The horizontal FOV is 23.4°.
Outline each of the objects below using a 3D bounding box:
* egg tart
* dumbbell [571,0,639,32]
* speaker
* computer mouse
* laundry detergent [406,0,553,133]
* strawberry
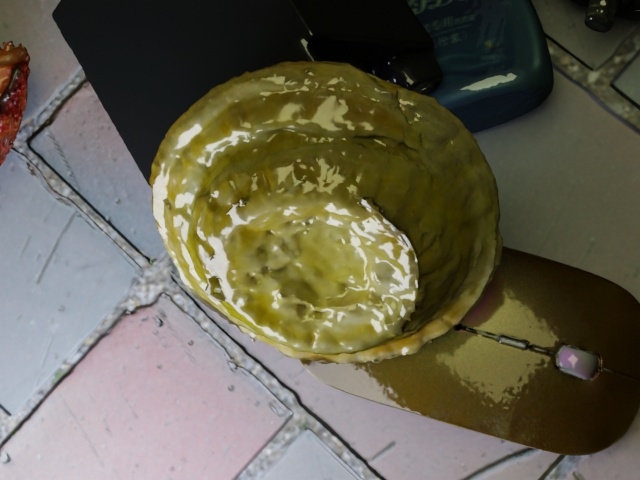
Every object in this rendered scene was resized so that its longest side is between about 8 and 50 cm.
[{"bbox_3d":[0.000,0.000,1.210,0.290,0.290,0.115,-5,35,13],"label":"egg tart"},{"bbox_3d":[0.273,-0.318,1.332,0.192,0.192,0.290,14,80,17],"label":"dumbbell"},{"bbox_3d":[-0.062,-0.177,1.343,0.232,0.184,0.254,-45,66,32],"label":"speaker"},{"bbox_3d":[0.126,0.081,1.325,0.310,0.072,0.158,15,82,17],"label":"computer mouse"},{"bbox_3d":[0.112,-0.243,1.400,0.143,0.094,0.289,-20,71,22],"label":"laundry detergent"},{"bbox_3d":[-0.352,-0.102,1.485,0.140,0.085,0.192,13,73,25],"label":"strawberry"}]
